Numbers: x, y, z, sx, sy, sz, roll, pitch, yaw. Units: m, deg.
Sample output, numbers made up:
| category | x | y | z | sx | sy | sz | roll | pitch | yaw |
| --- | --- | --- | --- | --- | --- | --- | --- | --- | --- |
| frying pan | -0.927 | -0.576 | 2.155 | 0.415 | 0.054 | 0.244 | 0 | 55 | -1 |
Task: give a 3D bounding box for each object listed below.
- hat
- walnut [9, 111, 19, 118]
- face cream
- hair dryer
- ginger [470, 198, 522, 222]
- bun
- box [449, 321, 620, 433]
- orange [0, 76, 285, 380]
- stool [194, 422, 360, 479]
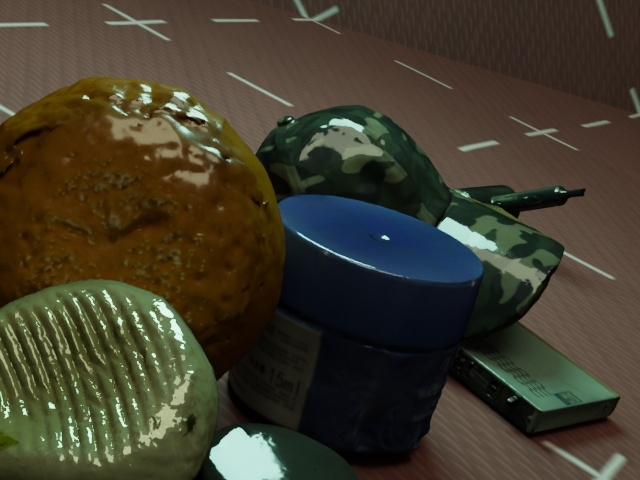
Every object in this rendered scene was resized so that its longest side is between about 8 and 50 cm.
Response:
| category | x | y | z | sx | sy | sz | roll | pitch | yaw |
| --- | --- | --- | --- | --- | --- | --- | --- | --- | --- |
| hat | 0.125 | -0.049 | 1.765 | 0.381 | 0.257 | 0.366 | 6 | 41 | 31 |
| walnut | -0.270 | -0.056 | 1.626 | 0.297 | 0.203 | 0.203 | 32 | 18 | -16 |
| face cream | 0.036 | 0.094 | 1.488 | 0.249 | 0.225 | 0.249 | 16 | 19 | -6 |
| hair dryer | 0.322 | -0.066 | 2.197 | 0.248 | 0.078 | 0.195 | -12 | -3 | 41 |
| ginger | 0.187 | 0.003 | 2.032 | 0.236 | 0.166 | 0.375 | 9 | 1 | 14 |
| bun | -0.209 | 0.149 | 1.100 | 0.259 | 0.160 | 0.259 | -2 | 46 | 3 |
| box | 0.244 | 0.161 | 1.759 | 0.210 | 0.045 | 0.270 | -3 | 31 | -46 |
| orange | -0.203 | 0.007 | 1.338 | 0.340 | 0.341 | 0.293 | 18 | -4 | -7 |
| stool | -0.041 | 0.262 | 1.121 | 0.153 | 0.139 | 0.228 | 8 | 25 | -28 |
